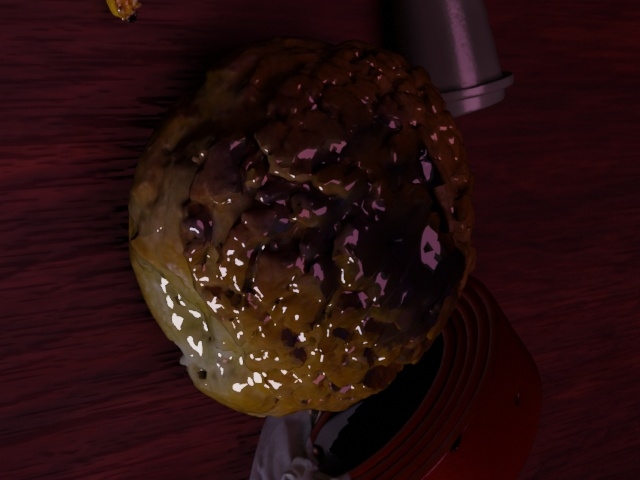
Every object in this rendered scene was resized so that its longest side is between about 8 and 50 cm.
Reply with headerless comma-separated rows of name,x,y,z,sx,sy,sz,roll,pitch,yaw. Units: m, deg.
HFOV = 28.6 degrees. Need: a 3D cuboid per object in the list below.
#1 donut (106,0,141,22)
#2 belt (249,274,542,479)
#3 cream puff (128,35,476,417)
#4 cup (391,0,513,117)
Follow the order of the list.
donut,-0.143,-0.217,1.000,0.067,0.038,0.083,-9,114,-43
belt,0.069,0.182,1.187,0.324,0.227,0.115,-53,129,-18
cream puff,0.000,0.000,1.067,0.327,0.231,0.343,3,101,-46
cup,0.115,-0.191,1.200,0.120,0.120,0.141,-22,103,-36
